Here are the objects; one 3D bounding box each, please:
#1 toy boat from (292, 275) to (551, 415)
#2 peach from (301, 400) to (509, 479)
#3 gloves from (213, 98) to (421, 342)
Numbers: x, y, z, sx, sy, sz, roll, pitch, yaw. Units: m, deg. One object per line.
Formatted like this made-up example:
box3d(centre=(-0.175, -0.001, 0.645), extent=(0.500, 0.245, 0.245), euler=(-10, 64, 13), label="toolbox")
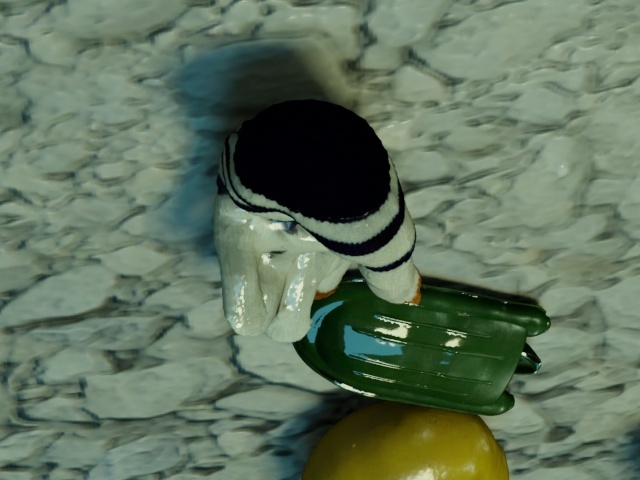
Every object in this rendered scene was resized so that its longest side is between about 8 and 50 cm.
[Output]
box3d(centre=(0.077, 0.079, 1.331), extent=(0.210, 0.052, 0.104), euler=(11, 117, -21), label="toy boat")
box3d(centre=(0.067, 0.199, 1.420), extent=(0.179, 0.103, 0.179), euler=(-3, 137, -3), label="peach")
box3d(centre=(-0.007, -0.014, 1.184), extent=(0.140, 0.131, 0.218), euler=(-11, 167, -5), label="gloves")
